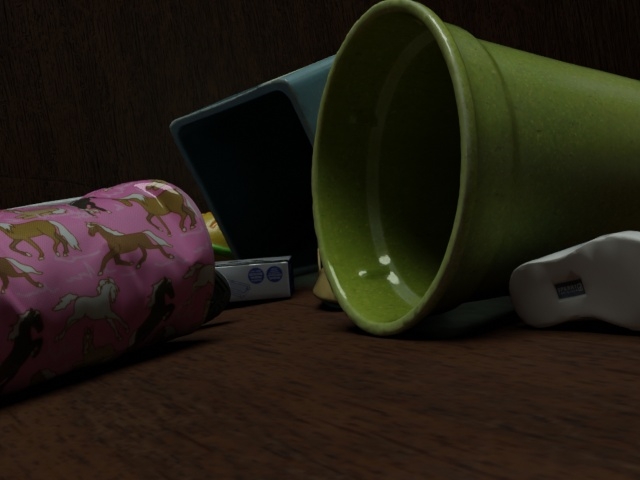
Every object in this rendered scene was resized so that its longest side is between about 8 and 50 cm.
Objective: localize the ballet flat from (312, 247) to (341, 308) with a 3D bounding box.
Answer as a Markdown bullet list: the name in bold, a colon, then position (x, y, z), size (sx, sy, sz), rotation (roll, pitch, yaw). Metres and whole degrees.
- **ballet flat**: position (0.024, 0.026, 1.351), size (0.080, 0.073, 0.232), rotation (-11, 4, -6)

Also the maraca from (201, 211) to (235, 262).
- **maraca**: position (-0.114, 0.015, 1.790), size (0.185, 0.099, 0.127), rotation (16, 8, -3)

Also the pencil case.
- **pencil case**: position (-0.262, 0.042, 1.108), size (0.160, 0.167, 0.386), rotation (11, 14, 35)

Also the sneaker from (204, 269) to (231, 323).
- **sneaker**: position (-0.199, 0.063, 1.336), size (0.211, 0.080, 0.081), rotation (-9, 7, 0)

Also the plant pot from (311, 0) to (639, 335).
- **plant pot**: position (0.162, -0.056, 1.086), size (0.254, 0.276, 0.276), rotation (2, -2, -25)

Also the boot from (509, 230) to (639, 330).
- **boot**: position (0.219, 0.022, 0.891), size (0.086, 0.069, 0.190), rotation (-15, 4, -26)

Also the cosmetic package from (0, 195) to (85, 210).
- **cosmetic package**: position (-0.503, 0.047, 1.771), size (0.453, 0.161, 0.230), rotation (-10, 3, 5)

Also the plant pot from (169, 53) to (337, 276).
- **plant pot**: position (0.008, -0.118, 1.669), size (0.248, 0.247, 0.252), rotation (-13, 17, 48)

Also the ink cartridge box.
- **ink cartridge box**: position (-0.137, 0.050, 1.503), size (0.207, 0.046, 0.097), rotation (-5, 3, 2)
